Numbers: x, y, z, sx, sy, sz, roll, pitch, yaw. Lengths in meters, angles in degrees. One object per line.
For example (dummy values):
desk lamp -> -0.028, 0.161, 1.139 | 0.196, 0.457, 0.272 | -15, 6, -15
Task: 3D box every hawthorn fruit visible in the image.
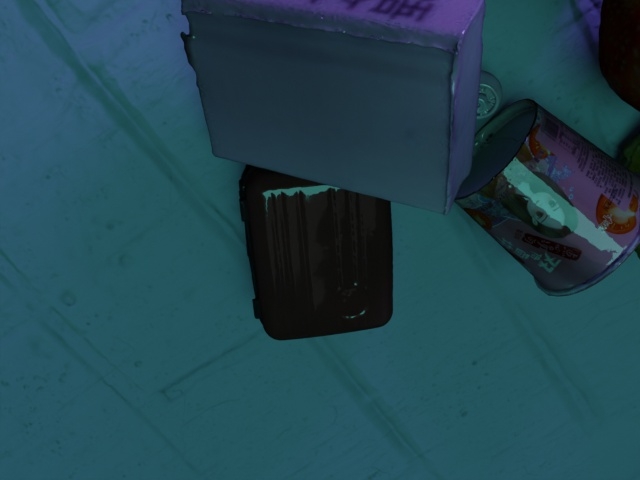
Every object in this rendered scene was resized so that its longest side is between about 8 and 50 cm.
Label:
hawthorn fruit -> 0.539, -0.286, 1.053 | 0.287, 0.287, 0.330 | -29, 159, 7

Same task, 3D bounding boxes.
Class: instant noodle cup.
instant noodle cup -> 0.344, -0.072, 1.136 | 0.231, 0.243, 0.243 | 36, 106, -14

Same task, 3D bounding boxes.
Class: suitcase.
suitcase -> 0.000, 0.000, 1.160 | 0.237, 0.161, 0.296 | -6, 115, -4

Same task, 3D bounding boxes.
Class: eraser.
eraser -> 0.017, -0.199, 0.954 | 0.360, 0.122, 0.272 | 16, 141, 21

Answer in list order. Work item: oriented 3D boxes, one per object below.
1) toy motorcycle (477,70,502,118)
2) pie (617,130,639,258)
toy motorcycle -> 0.159, -0.261, 1.100 | 0.254, 0.112, 0.112 | 33, 107, -14
pie -> 0.596, -0.069, 1.132 | 0.071, 0.306, 0.306 | 4, 118, -39
